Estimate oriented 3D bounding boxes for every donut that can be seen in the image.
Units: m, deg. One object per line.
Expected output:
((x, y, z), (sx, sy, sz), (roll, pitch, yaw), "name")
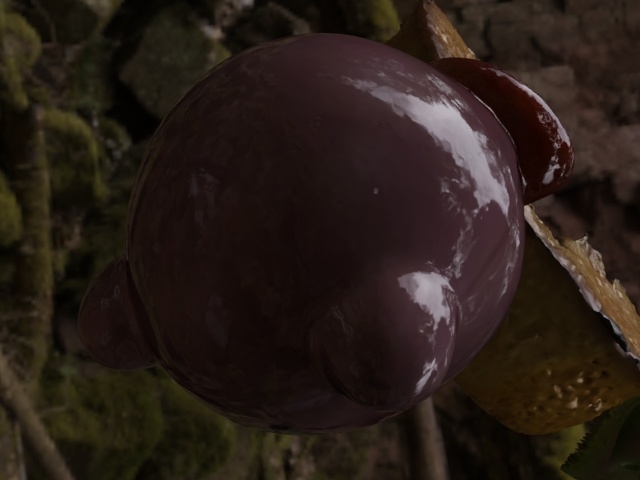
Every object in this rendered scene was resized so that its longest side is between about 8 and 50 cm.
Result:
((0.143, -0.010, 1.155), (0.435, 0.163, 0.377), (59, 14, 7), "donut")

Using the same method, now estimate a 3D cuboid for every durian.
((0.490, 0.246, 1.509), (0.157, 0.355, 0.169), (53, 44, -38), "durian")

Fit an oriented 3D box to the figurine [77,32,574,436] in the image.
((0.000, 0.000, 0.510), (0.173, 0.173, 0.173), (173, -90, -76), "figurine")
